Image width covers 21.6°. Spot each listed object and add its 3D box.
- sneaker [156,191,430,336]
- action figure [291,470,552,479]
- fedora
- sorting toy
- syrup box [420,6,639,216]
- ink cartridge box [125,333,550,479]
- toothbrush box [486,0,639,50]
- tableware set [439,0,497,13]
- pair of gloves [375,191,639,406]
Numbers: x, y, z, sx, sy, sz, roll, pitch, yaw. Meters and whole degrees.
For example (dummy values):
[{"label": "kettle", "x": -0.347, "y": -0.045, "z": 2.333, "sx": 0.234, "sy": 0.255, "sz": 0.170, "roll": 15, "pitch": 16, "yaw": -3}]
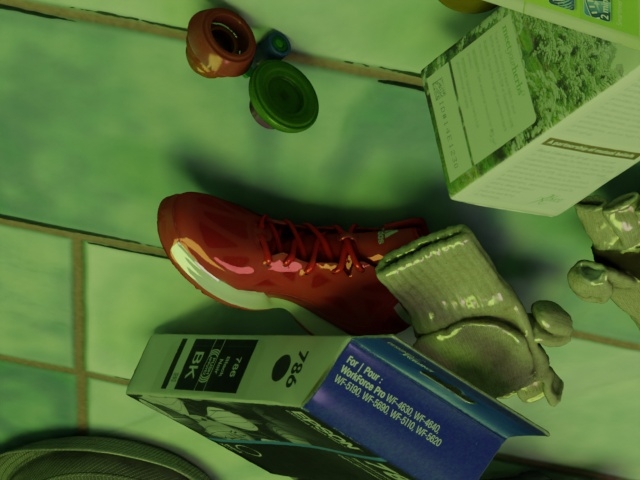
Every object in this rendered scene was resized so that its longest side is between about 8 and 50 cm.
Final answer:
[{"label": "sneaker", "x": 0.000, "y": 0.000, "z": 1.201, "sx": 0.221, "sy": 0.087, "sz": 0.128, "roll": 25, "pitch": 134, "yaw": -37}, {"label": "action figure", "x": 0.102, "y": 0.251, "z": 1.417, "sx": 0.330, "sy": 0.178, "sz": 0.341, "roll": -1, "pitch": 166, "yaw": 9}, {"label": "fedora", "x": -0.215, "y": 0.295, "z": 1.594, "sx": 0.275, "sy": 0.124, "sz": 0.244, "roll": -21, "pitch": 132, "yaw": 36}, {"label": "sorting toy", "x": -0.047, "y": -0.105, "z": 1.076, "sx": 0.102, "sy": 0.061, "sz": 0.042, "roll": 47, "pitch": 136, "yaw": -7}, {"label": "syrup box", "x": 0.171, "y": -0.109, "z": 0.960, "sx": 0.096, "sy": 0.093, "sz": 0.237, "roll": 8, "pitch": 150, "yaw": -37}, {"label": "ink cartridge box", "x": 0.002, "y": 0.131, "z": 1.274, "sx": 0.165, "sy": 0.065, "sz": 0.333, "roll": 33, "pitch": 159, "yaw": -27}, {"label": "toothbrush box", "x": 0.172, "y": -0.194, "z": 0.743, "sx": 0.283, "sy": 0.122, "sz": 0.206, "roll": 25, "pitch": 142, "yaw": 28}, {"label": "tableware set", "x": 0.076, "y": -0.187, "z": 0.969, "sx": 0.154, "sy": 0.024, "sz": 0.104, "roll": 30, "pitch": 137, "yaw": -21}, {"label": "pair of gloves", "x": 0.175, "y": 0.049, "z": 1.183, "sx": 0.240, "sy": 0.042, "sz": 0.204, "roll": -16, "pitch": 138, "yaw": 10}]
